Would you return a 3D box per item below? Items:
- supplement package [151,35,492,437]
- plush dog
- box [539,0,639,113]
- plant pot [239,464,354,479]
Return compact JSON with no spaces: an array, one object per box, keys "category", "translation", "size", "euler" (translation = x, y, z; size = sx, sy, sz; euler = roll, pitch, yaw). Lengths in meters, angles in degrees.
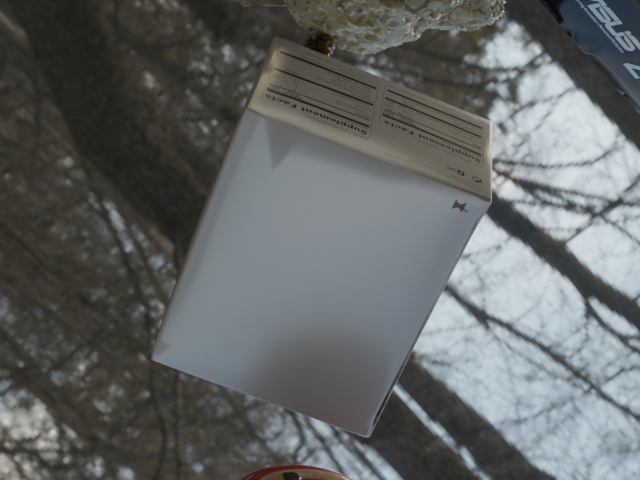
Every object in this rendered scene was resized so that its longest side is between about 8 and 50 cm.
[{"category":"supplement package","translation":[0.000,0.000,1.099],"size":[0.145,0.204,0.261],"euler":[-78,-169,-58]},{"category":"plush dog","translation":[0.054,-0.267,1.162],"size":[0.210,0.262,0.225],"euler":[-57,-178,-27]},{"category":"box","translation":[0.354,-0.215,1.066],"size":[0.097,0.395,0.318],"euler":[-4,-124,47]},{"category":"plant pot","translation":[-0.020,0.294,1.081],"size":[0.191,0.191,0.174],"euler":[-92,-160,-60]}]
